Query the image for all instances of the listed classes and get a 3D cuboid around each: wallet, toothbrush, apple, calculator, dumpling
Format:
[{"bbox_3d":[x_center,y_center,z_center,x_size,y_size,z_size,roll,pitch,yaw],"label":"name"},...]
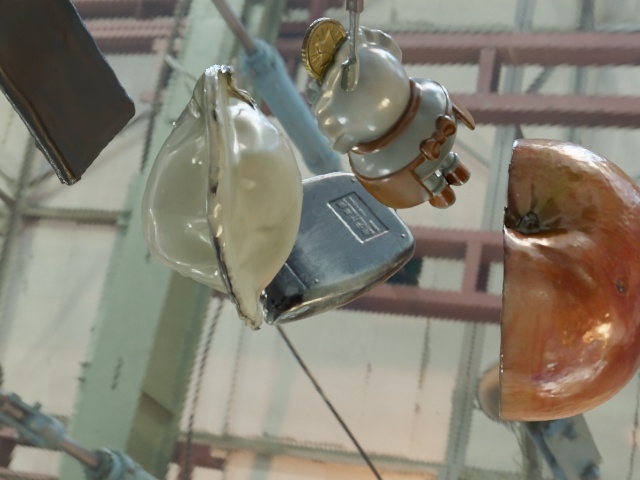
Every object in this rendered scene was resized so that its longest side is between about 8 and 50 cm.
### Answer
[{"bbox_3d":[-0.309,-0.213,1.416,0.030,0.285,0.146,2,-138,40],"label":"wallet"},{"bbox_3d":[0.028,-0.212,1.086,0.014,0.194,0.017,24,-141,29],"label":"toothbrush"},{"bbox_3d":[0.267,0.038,1.295,0.163,0.251,0.293,1,-123,11],"label":"apple"},{"bbox_3d":[0.000,0.000,1.590,0.268,0.040,0.177,-26,-115,-38],"label":"calculator"},{"bbox_3d":[-0.081,-0.020,1.066,0.142,0.247,0.172,-11,-139,-2],"label":"dumpling"}]

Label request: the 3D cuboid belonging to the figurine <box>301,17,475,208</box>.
[{"bbox_3d":[0.070,-0.127,1.325,0.143,0.271,0.143,-13,-124,20],"label":"figurine"}]
